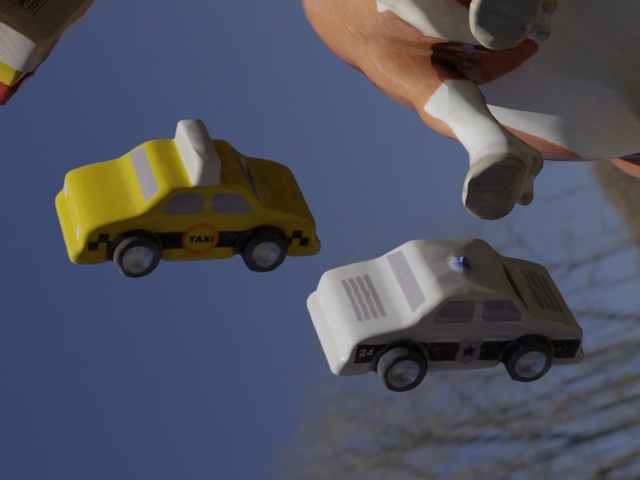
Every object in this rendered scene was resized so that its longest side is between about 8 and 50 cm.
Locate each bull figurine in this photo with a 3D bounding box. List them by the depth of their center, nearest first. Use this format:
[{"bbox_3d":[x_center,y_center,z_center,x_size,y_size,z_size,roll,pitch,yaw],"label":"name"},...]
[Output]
[{"bbox_3d":[0.069,-0.075,0.661,0.310,0.101,0.188,14,-151,-26],"label":"bull figurine"}]

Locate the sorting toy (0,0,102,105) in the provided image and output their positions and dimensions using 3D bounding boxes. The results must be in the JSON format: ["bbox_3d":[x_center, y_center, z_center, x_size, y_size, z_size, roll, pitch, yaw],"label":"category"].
[{"bbox_3d":[-0.235,-0.203,1.159,0.255,0.089,0.257,30,-143,0],"label":"sorting toy"}]

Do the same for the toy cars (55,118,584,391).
[{"bbox_3d":[0.000,0.000,1.371,0.176,0.394,0.087,-47,-26,-51],"label":"toy cars"}]
